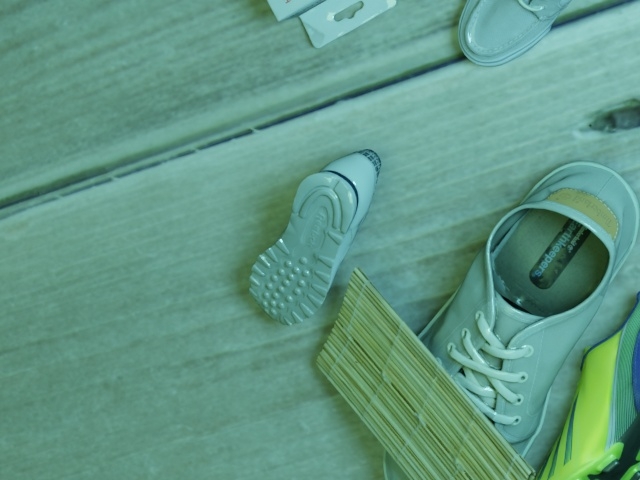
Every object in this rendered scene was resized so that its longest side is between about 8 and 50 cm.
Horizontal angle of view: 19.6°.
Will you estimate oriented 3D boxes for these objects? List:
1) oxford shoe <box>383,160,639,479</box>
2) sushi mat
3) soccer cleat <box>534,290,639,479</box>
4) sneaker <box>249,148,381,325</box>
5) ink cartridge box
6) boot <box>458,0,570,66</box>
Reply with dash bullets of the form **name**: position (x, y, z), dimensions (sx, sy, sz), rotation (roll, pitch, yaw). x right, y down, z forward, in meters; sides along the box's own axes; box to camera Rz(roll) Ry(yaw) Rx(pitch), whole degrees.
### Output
- **oxford shoe**: position (0.184, 0.117, 1.948), dimensions (0.169, 0.130, 0.449), rotation (32, 112, 9)
- **sushi mat**: position (0.105, 0.185, 1.956), dimensions (0.316, 0.019, 0.151), rotation (50, 133, 31)
- **soccer cleat**: position (0.301, 0.178, 1.952), dimensions (0.289, 0.093, 0.121), rotation (-57, 49, 25)
- **sneaker**: position (0.000, 0.000, 2.021), dimensions (0.090, 0.095, 0.235), rotation (37, 131, 5)
- **ink cartridge box**: position (-0.015, -0.312, 1.967), dimensions (0.115, 0.067, 0.198), rotation (-27, 91, 23)
- **boot**: position (0.219, -0.273, 1.855), dimensions (0.095, 0.123, 0.258), rotation (44, 112, 8)
